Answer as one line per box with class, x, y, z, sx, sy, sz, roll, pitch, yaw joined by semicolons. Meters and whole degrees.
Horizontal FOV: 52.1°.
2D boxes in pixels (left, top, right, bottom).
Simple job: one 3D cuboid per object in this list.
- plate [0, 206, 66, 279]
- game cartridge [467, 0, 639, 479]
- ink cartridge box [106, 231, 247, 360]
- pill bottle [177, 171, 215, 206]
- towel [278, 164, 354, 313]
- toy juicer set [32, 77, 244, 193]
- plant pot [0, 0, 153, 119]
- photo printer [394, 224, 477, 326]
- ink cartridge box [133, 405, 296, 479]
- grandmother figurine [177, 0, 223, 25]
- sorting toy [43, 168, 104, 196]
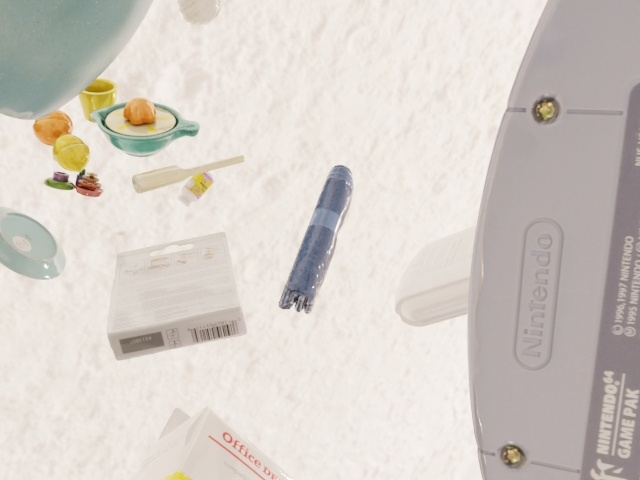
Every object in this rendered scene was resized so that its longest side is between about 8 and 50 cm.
plate;-0.576;-0.002;1.280;0.024;0.188;0.188;-42;149;16
game cartridge;0.173;0.028;0.312;0.062;0.198;0.297;-22;117;-63
ink cartridge box;-0.219;0.078;1.003;0.189;0.232;0.066;-11;116;-8
pill bottle;-0.265;-0.111;1.386;0.083;0.043;0.043;-51;146;-12
towel;0.000;0.000;0.543;0.067;0.029;0.119;111;0;-67
toy juicer set;-0.309;-0.171;1.035;0.209;0.329;0.089;-42;149;-47
plant pot;-0.240;-0.277;0.555;0.195;0.290;0.290;-25;146;10
photo printer;0.317;0.072;1.495;0.107;0.307;0.256;54;39;-16
ink cartridge box;-0.127;0.348;0.768;0.119;0.207;0.353;-38;-164;25
grandmother figurine;-0.258;-0.533;1.121;0.208;0.342;0.104;-24;-178;-19
sorting toy;-0.424;-0.107;1.138;0.061;0.102;0.042;-93;-162;-78
